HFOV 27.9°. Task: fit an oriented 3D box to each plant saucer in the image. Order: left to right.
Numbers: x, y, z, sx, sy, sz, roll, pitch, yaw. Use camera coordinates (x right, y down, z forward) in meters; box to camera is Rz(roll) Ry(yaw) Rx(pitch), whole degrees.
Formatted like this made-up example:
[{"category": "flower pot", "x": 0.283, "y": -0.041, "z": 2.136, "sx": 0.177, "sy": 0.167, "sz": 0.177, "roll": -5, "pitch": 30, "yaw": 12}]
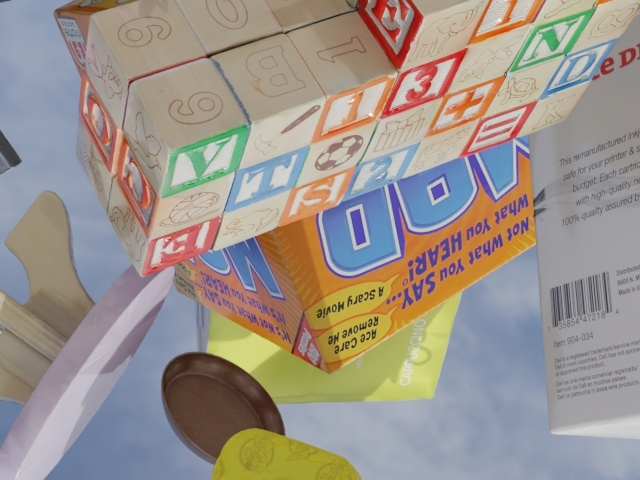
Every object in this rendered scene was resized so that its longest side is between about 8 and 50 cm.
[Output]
[{"category": "plant saucer", "x": -0.117, "y": 0.202, "z": 1.491, "sx": 0.168, "sy": 0.029, "sz": 0.168, "roll": 28, "pitch": -149, "yaw": -19}]

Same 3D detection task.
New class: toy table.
[{"category": "toy table", "x": -0.283, "y": 0.096, "z": 1.261, "sx": 0.161, "sy": 0.252, "sz": 0.274, "roll": 33, "pitch": -115, "yaw": 7}]

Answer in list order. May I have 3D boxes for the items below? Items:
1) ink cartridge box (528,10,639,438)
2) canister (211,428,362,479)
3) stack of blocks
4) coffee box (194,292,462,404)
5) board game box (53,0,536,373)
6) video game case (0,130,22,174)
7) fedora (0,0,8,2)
[{"category": "ink cartridge box", "x": 0.249, "y": -0.013, "z": 0.873, "sx": 0.114, "sy": 0.198, "sz": 0.273, "roll": 8, "pitch": -107, "yaw": -33}, {"category": "canister", "x": -0.014, "y": 0.238, "z": 1.123, "sx": 0.126, "sy": 0.170, "sz": 0.073, "roll": 15, "pitch": -117, "yaw": 21}, {"category": "stack of blocks", "x": 0.027, "y": -0.103, "z": 0.689, "sx": 0.297, "sy": 0.171, "sz": 0.087, "roll": -22, "pitch": -112, "yaw": -24}, {"category": "coffee box", "x": 0.000, "y": 0.000, "z": 1.796, "sx": 0.338, "sy": 0.338, "sz": 0.334, "roll": 0, "pitch": -136, "yaw": -9}, {"category": "board game box", "x": 0.004, "y": -0.141, "z": 1.333, "sx": 0.356, "sy": 0.356, "sz": 0.356, "roll": -31, "pitch": -155, "yaw": -21}, {"category": "video game case", "x": -0.568, "y": -0.152, "z": 1.889, "sx": 0.196, "sy": 0.274, "sz": 0.026, "roll": 57, "pitch": -133, "yaw": -13}, {"category": "fedora", "x": -0.393, "y": -0.378, "z": 1.507, "sx": 0.152, "sy": 0.334, "sz": 0.334, "roll": 33, "pitch": -151, "yaw": -35}]
